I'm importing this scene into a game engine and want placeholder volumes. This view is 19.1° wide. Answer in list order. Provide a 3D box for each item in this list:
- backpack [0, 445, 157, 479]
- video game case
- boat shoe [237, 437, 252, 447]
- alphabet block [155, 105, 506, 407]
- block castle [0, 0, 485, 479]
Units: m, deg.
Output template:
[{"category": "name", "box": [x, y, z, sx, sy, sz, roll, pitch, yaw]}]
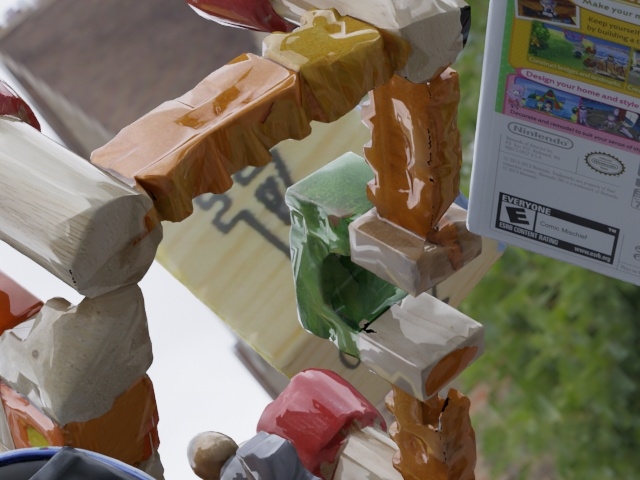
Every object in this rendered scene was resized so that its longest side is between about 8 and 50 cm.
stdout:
[{"category": "backpack", "box": [-0.120, 0.227, 0.807, 0.263, 0.276, 0.213, -51, 1, -7]}, {"category": "video game case", "box": [0.166, -0.040, 0.758, 0.193, 0.212, 0.023, 91, -158, -51]}, {"category": "boat shoe", "box": [-0.042, 0.302, 1.811, 0.109, 0.098, 0.302, -2, -45, -7]}, {"category": "alphabet block", "box": [0.000, 0.000, 1.535, 0.197, 0.193, 0.192, -50, -29, -1]}, {"category": "block castle", "box": [-0.076, 0.054, 1.075, 0.303, 0.213, 0.453, -35, -43, -30]}]
